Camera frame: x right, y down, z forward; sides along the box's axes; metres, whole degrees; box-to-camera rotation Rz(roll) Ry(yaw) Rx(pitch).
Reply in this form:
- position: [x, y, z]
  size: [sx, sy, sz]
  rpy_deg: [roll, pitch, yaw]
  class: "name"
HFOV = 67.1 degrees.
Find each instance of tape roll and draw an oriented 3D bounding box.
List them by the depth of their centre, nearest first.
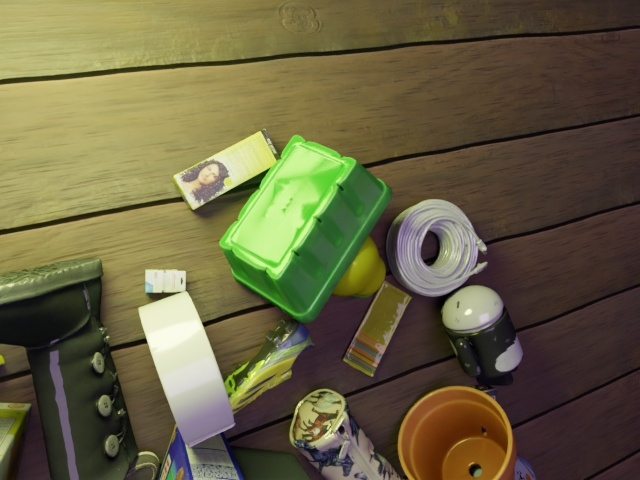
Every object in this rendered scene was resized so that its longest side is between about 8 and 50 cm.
- position: [-0.266, 0.249, 0.958]
  size: [0.100, 0.286, 0.286]
  rpy_deg: [-19, 100, -21]
  class: "tape roll"

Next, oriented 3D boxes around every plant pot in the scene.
- position: [0.373, 0.558, 1.253]
  size: [0.291, 0.291, 0.203]
  rpy_deg: [-45, 125, -14]
  class: "plant pot"

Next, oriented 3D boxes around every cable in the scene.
- position: [0.297, 0.018, 1.281]
  size: [0.257, 0.089, 0.257]
  rpy_deg: [-33, 103, -17]
  class: "cable"

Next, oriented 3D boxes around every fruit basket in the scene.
- position: [0.000, 0.000, 1.110]
  size: [0.392, 0.283, 0.392]
  rpy_deg: [-41, 146, -35]
  class: "fruit basket"

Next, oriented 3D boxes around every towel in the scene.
- position: [0.151, 0.231, 1.267]
  size: [0.102, 0.021, 0.237]
  rpy_deg: [32, 81, -21]
  class: "towel"

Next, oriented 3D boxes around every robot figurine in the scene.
- position: [0.434, 0.257, 1.305]
  size: [0.173, 0.209, 0.278]
  rpy_deg: [-25, 103, 2]
  class: "robot figurine"

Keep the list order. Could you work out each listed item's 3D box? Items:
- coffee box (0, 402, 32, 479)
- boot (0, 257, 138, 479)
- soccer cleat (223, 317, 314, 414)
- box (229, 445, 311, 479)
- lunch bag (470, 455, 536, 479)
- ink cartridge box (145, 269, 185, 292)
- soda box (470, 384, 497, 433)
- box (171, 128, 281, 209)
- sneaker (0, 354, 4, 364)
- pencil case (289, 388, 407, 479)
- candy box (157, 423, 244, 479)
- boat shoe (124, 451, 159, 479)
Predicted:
- position: [-0.706, 0.472, 0.764]
  size: [0.338, 0.334, 0.338]
  rpy_deg: [11, 89, -22]
  class: "coffee box"
- position: [-0.480, 0.275, 0.851]
  size: [0.146, 0.367, 0.445]
  rpy_deg: [-4, 96, 13]
  class: "boot"
- position: [-0.128, 0.313, 1.122]
  size: [0.289, 0.093, 0.121]
  rpy_deg: [-47, 114, -13]
  class: "soccer cleat"
- position: [-0.123, 0.659, 1.003]
  size: [0.178, 0.343, 0.313]
  rpy_deg: [15, 87, -20]
  class: "box"
- position: [0.530, 0.739, 1.308]
  size: [0.243, 0.115, 0.303]
  rpy_deg: [37, 34, -28]
  class: "lunch bag"
- position: [-0.340, 0.088, 1.058]
  size: [0.083, 0.028, 0.048]
  rpy_deg: [2, 92, -22]
  class: "ink cartridge box"
- position: [0.473, 0.506, 1.393]
  size: [0.060, 0.053, 0.169]
  rpy_deg: [-6, 94, -22]
  class: "soda box"
- position: [-0.208, -0.160, 1.084]
  size: [0.232, 0.058, 0.087]
  rpy_deg: [-34, 104, -18]
  class: "box"
- position: [-0.682, 0.214, 0.914]
  size: [0.144, 0.053, 0.059]
  rpy_deg: [40, 80, -18]
  class: "sneaker"
- position: [0.095, 0.558, 1.174]
  size: [0.160, 0.183, 0.410]
  rpy_deg: [-41, 107, -16]
  class: "pencil case"
- position: [-0.260, 0.553, 0.958]
  size: [0.122, 0.317, 0.268]
  rpy_deg: [18, 85, -20]
  class: "candy box"
- position: [-0.472, 0.575, 0.978]
  size: [0.335, 0.095, 0.112]
  rpy_deg: [-32, 117, -21]
  class: "boat shoe"
